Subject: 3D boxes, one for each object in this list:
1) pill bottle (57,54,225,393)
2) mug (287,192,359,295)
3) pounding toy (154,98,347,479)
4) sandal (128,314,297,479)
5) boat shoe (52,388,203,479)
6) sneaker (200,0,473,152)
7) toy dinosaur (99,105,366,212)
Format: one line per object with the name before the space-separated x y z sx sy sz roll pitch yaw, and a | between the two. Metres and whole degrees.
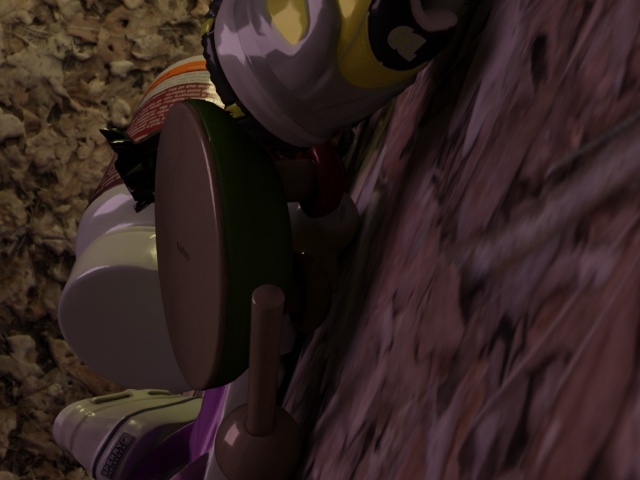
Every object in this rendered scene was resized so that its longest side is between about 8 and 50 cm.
pill bottle | -0.152 -0.027 1.284 0.392 0.224 0.224 -76 10 -49
mug | 0.001 -0.003 0.781 0.062 0.078 0.064 -35 -3 -32
pounding toy | -0.028 0.017 0.690 0.237 0.110 0.183 -115 28 -44
sandal | -0.120 0.199 0.857 0.169 0.102 0.416 136 154 -74
boat shoe | -0.164 0.180 1.026 0.096 0.088 0.267 -63 -15 4
sneaker | 0.065 -0.219 0.692 0.147 0.145 0.385 -13 48 43
toy dinosaur | -0.047 -0.055 0.956 0.218 0.164 0.322 -30 -28 -13
